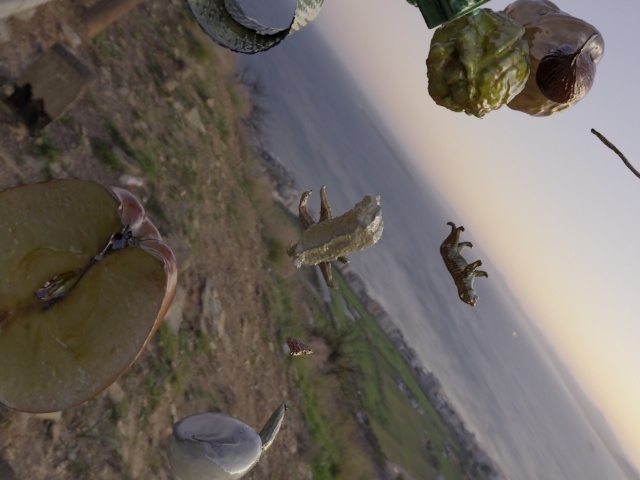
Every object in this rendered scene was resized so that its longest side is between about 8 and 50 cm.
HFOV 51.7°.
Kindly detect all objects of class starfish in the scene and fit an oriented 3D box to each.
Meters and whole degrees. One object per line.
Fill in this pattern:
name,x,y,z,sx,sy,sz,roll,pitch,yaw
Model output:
starfish,0.003,0.000,2.053,0.060,0.299,0.302,-9,55,-41

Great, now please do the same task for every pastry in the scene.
pastry,0.050,-0.020,1.546,0.089,0.259,0.121,40,42,-35

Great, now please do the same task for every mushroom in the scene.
mushroom,0.752,-0.176,1.590,0.286,0.026,0.028,52,19,25

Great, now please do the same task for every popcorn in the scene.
popcorn,0.415,-0.463,1.726,0.282,0.247,0.282,34,-27,20

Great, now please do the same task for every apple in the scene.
apple,-0.424,0.078,1.086,0.295,0.365,0.328,52,-4,44

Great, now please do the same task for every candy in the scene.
candy,-0.312,0.616,1.932,0.295,0.296,0.185,-47,141,-78

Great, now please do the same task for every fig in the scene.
fig,0.611,-0.420,1.605,0.146,0.134,0.201,60,-2,5

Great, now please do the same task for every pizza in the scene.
pizza,-0.069,0.381,2.362,0.099,0.029,0.100,20,24,-24

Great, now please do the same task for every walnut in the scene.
walnut,0.674,-0.555,2.047,0.383,0.384,0.383,51,12,-15

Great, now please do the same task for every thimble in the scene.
thimble,-0.126,-0.516,1.300,0.270,0.271,0.150,53,41,-9

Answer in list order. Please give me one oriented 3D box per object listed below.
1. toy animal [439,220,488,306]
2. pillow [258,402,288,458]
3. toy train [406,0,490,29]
toy animal,0.389,0.061,1.818,0.241,0.099,0.057,65,9,16
pillow,-0.167,0.616,2.084,0.053,0.119,0.208,32,37,5
toy train,0.268,-0.454,1.051,0.166,0.299,0.238,59,20,-18
